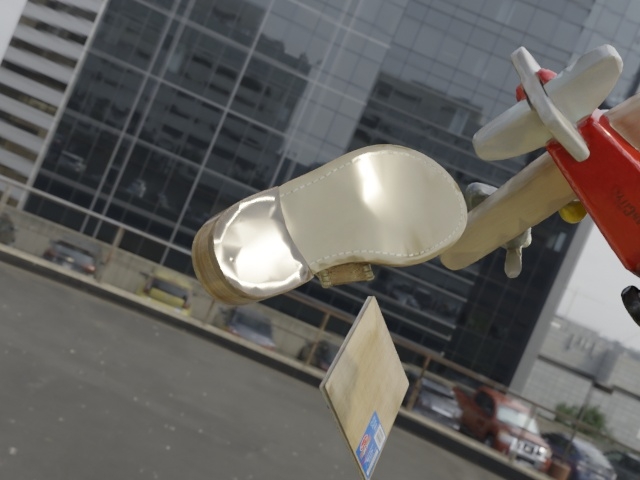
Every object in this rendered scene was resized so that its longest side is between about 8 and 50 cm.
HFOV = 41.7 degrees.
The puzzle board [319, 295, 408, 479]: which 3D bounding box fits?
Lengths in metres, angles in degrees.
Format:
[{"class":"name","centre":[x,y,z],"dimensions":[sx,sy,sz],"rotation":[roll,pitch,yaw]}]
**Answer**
[{"class":"puzzle board","centre":[0.037,0.119,0.690],"dimensions":[0.011,0.096,0.128],"rotation":[-10,24,28]}]

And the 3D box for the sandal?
[{"class":"sandal","centre":[-0.002,-0.006,0.573],"dimensions":[0.240,0.088,0.079],"rotation":[-17,-3,-45]}]

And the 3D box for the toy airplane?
[{"class":"toy airplane","centre":[0.361,-0.104,1.084],"dimensions":[0.386,0.385,0.272],"rotation":[6,32,5]}]
